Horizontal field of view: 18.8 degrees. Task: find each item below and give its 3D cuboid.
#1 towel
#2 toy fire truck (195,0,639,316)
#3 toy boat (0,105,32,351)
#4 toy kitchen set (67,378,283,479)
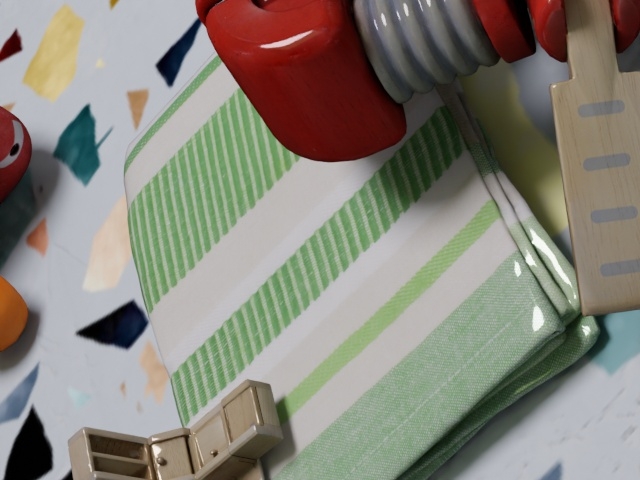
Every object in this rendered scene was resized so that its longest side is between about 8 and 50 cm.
[{"bbox_3d":[0.000,0.000,1.038,0.248,0.038,0.325,-44,47,24],"label":"towel"},{"bbox_3d":[0.066,-0.085,0.906,0.217,0.158,0.246,-22,43,14],"label":"toy fire truck"},{"bbox_3d":[-0.251,0.020,1.234,0.151,0.151,0.231,28,93,19],"label":"toy boat"},{"bbox_3d":[-0.070,0.116,0.976,0.083,0.075,0.068,-41,49,34],"label":"toy kitchen set"}]
